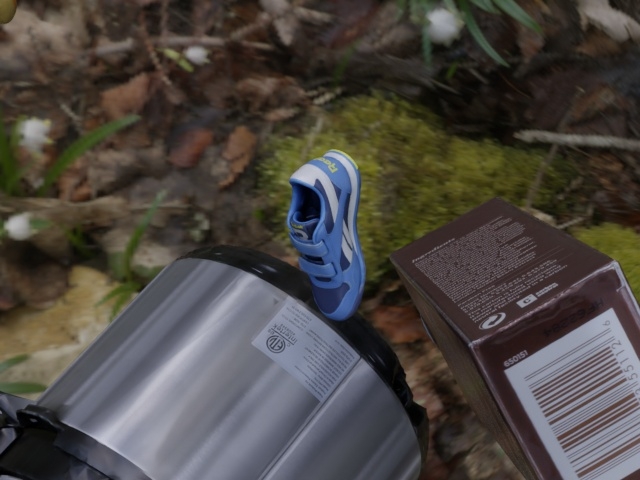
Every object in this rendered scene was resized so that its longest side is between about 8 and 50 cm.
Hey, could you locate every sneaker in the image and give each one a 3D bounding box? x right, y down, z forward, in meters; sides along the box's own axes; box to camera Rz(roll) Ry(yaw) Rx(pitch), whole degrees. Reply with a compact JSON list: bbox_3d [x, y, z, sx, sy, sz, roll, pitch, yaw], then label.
[{"bbox_3d":[0.000,0.000,1.151,0.053,0.059,0.144,9,111,41],"label":"sneaker"}]

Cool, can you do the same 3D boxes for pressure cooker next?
[{"bbox_3d":[-0.139,0.255,1.436,0.370,0.375,0.420,16,52,36],"label":"pressure cooker"}]

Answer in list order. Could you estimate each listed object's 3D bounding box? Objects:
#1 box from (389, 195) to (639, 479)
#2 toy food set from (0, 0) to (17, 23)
[{"bbox_3d":[0.189,0.095,1.249,0.143,0.381,0.191,-30,102,-3],"label":"box"},{"bbox_3d":[-0.335,-0.268,1.342,0.038,0.192,0.132,-26,117,20],"label":"toy food set"}]
